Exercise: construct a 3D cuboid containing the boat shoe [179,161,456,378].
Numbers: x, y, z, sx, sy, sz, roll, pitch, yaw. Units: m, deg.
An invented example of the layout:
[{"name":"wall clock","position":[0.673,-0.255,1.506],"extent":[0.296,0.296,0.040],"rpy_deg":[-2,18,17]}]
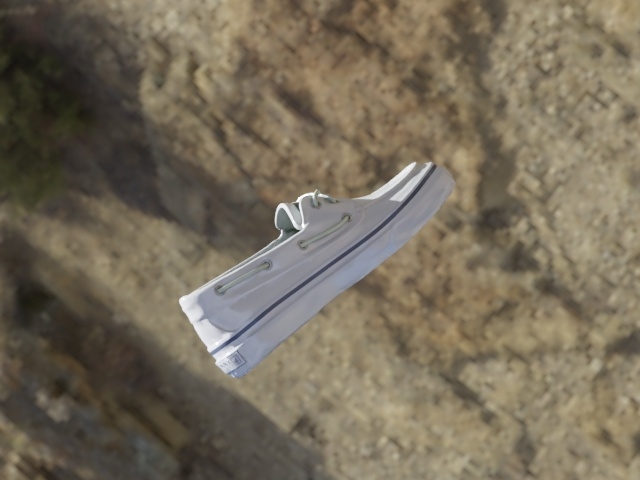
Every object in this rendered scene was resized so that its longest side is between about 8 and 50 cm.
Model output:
[{"name":"boat shoe","position":[0.000,0.000,1.164],"extent":[0.076,0.226,0.083],"rpy_deg":[51,154,-4]}]
